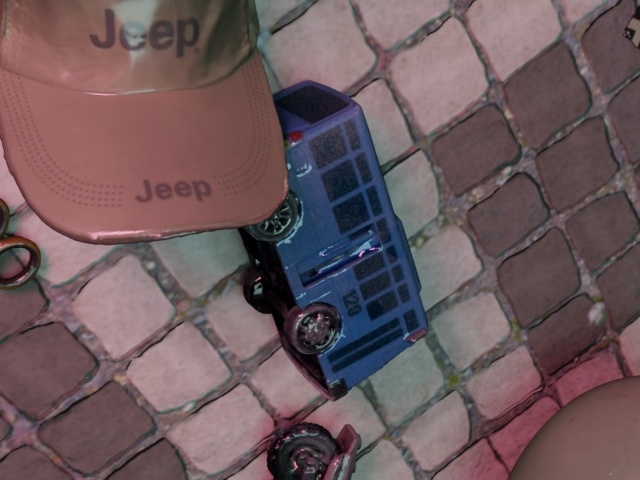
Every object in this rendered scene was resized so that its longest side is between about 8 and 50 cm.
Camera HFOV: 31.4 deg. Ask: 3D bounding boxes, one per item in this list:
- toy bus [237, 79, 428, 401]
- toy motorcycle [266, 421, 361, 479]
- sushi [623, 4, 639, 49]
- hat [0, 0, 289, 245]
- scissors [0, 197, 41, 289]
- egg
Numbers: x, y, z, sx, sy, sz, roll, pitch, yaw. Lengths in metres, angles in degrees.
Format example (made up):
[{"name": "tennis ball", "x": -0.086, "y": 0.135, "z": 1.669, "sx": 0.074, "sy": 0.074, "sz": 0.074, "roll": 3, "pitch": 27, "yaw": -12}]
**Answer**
[{"name": "toy bus", "x": 0.000, "y": 0.000, "z": 0.931, "sx": 0.134, "sy": 0.116, "sz": 0.234, "roll": -28, "pitch": 120, "yaw": -16}, {"name": "toy motorcycle", "x": -0.004, "y": 0.266, "z": 1.068, "sx": 0.122, "sy": 0.082, "sz": 0.213, "roll": 1, "pitch": 113, "yaw": -25}, {"name": "sushi", "x": 0.407, "y": -0.220, "z": 1.072, "sx": 0.210, "sy": 0.040, "sz": 0.192, "roll": 24, "pitch": 101, "yaw": -32}, {"name": "hat", "x": -0.113, "y": -0.129, "z": 0.773, "sx": 0.214, "sy": 0.244, "sz": 0.149, "roll": -11, "pitch": 137, "yaw": -22}, {"name": "scissors", "x": -0.319, "y": 0.048, "z": 0.858, "sx": 0.220, "sy": 0.017, "sz": 0.088, "roll": -35, "pitch": 126, "yaw": -8}, {"name": "egg", "x": 0.304, "y": 0.317, "z": 1.124, "sx": 0.276, "sy": 0.276, "sz": 0.388, "roll": 1, "pitch": 109, "yaw": -26}]
